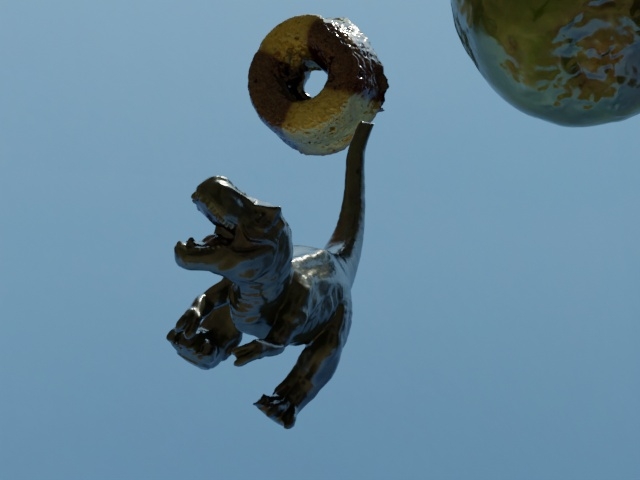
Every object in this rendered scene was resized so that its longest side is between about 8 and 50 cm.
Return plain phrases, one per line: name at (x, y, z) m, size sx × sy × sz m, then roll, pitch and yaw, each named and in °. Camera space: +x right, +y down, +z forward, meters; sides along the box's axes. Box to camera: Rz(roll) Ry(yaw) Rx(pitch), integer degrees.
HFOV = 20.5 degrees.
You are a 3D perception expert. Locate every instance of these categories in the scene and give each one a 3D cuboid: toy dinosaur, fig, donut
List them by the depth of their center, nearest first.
toy dinosaur at (0.000, 0.000, 0.916) m, size 0.087 × 0.187 × 0.179 m, roll 34°, pitch -101°, yaw 13°
fig at (0.155, -0.180, 1.194) m, size 0.167 × 0.167 × 0.233 m, roll -41°, pitch -125°, yaw -2°
donut at (-0.007, -0.152, 1.666) m, size 0.140 × 0.059 × 0.140 m, roll -9°, pitch -109°, yaw 29°
